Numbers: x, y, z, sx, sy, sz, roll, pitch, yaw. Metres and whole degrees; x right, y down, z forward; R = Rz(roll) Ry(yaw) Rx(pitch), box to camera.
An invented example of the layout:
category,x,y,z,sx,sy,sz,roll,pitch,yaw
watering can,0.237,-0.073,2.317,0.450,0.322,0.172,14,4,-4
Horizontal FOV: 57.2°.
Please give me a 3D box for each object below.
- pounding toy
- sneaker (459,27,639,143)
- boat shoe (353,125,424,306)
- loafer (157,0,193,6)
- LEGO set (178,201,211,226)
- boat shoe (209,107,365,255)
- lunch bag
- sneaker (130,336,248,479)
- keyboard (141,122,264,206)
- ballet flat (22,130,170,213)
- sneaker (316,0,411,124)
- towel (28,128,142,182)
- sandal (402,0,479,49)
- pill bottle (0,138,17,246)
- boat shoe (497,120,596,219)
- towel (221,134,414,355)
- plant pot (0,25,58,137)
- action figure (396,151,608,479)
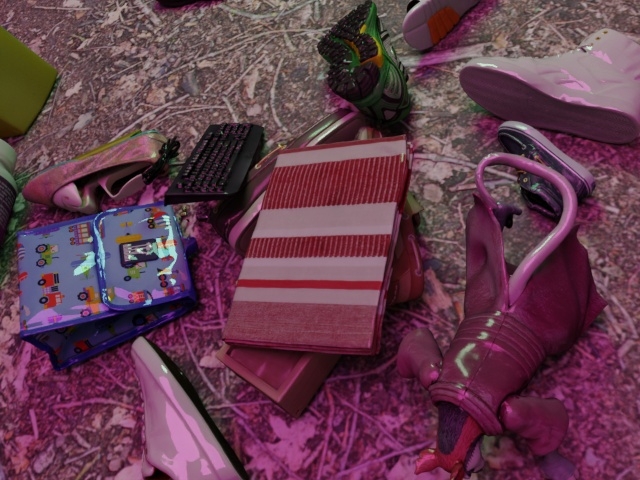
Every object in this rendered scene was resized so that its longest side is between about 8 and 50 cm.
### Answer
category,x,y,z,sx,sy,sz,roll,pitch,yaw
pounding toy,-0.052,0.125,0.886,0.181,0.094,0.206,27,70,31
sneaker,0.394,-0.276,0.971,0.292,0.108,0.169,23,68,19
boat shoe,0.098,-0.040,0.931,0.116,0.123,0.324,6,60,-13
loafer,-0.320,-0.638,1.442,0.220,0.078,0.080,-1,60,18
LEGO set,-0.230,-0.052,1.094,0.083,0.023,0.054,-13,57,12
boat shoe,-0.057,-0.119,1.023,0.324,0.116,0.097,-47,60,-5
lunch bag,-0.354,0.060,1.028,0.293,0.138,0.221,-19,54,-7
sneaker,-0.230,0.267,0.853,0.123,0.106,0.290,-37,57,-8
keyboard,-0.218,-0.146,1.048,0.201,0.033,0.317,-6,30,7
ballet flat,-0.441,-0.116,1.163,0.316,0.107,0.106,-24,69,5
sneaker,0.085,-0.328,1.100,0.134,0.146,0.343,-31,37,26
towel,-0.487,-0.171,1.227,0.237,0.021,0.102,-23,20,5
sandal,0.238,-0.469,1.144,0.265,0.102,0.076,-41,54,-18
pill bottle,-0.717,-0.066,1.185,0.169,0.169,0.301,-8,58,14
boat shoe,0.326,-0.113,0.913,0.083,0.065,0.183,-38,57,-7
towel,0.000,0.000,0.840,0.237,0.037,0.329,-1,61,29
plant pot,-0.780,-0.352,1.366,0.212,0.212,0.187,-5,71,16
action figure,0.225,0.126,0.697,0.248,0.275,0.370,21,55,22
